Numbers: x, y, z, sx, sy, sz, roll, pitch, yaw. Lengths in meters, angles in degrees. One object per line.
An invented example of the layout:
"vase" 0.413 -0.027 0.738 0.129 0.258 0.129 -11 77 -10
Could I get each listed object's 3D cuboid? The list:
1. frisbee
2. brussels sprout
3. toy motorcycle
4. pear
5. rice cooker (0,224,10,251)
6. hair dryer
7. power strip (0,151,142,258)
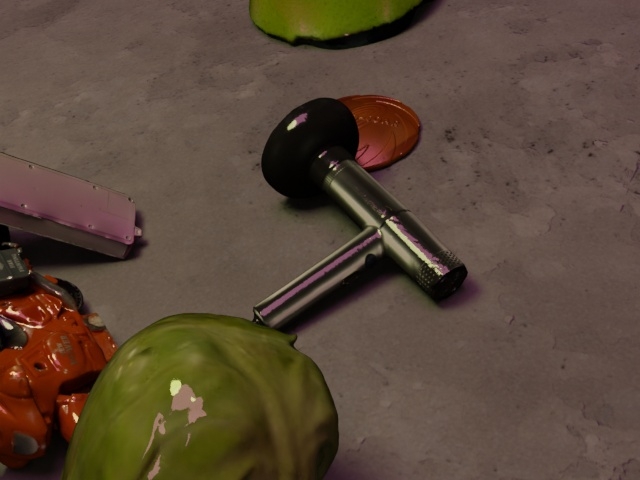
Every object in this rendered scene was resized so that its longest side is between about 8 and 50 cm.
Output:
"frisbee" 0.057 -0.175 1.435 0.191 0.035 0.192 -5 43 4
"brussels sprout" -0.120 0.217 0.877 0.247 0.328 0.328 11 40 -16
"toy motorcycle" -0.355 0.143 1.108 0.221 0.148 0.326 -10 40 -33
"pear" 0.038 -0.528 1.718 0.398 0.165 0.399 -5 43 5
"rice cooker" -0.504 0.002 1.277 0.118 0.142 0.203 -18 38 9
"hair dryer" -0.009 -0.020 1.203 0.284 0.156 0.320 -17 50 -22
"power strip" -0.382 -0.055 1.281 0.278 0.037 0.109 19 37 -23
